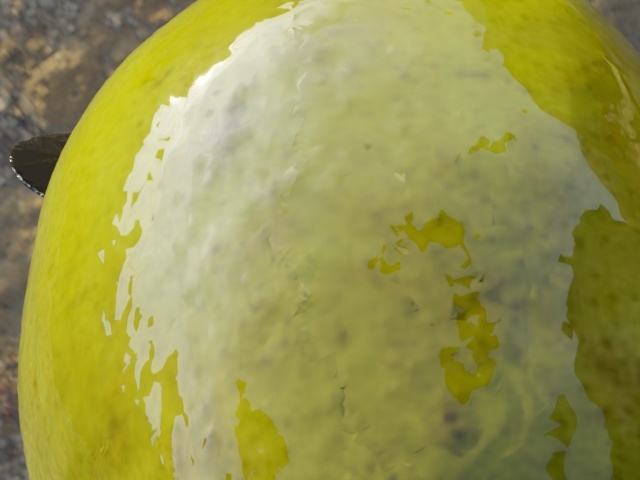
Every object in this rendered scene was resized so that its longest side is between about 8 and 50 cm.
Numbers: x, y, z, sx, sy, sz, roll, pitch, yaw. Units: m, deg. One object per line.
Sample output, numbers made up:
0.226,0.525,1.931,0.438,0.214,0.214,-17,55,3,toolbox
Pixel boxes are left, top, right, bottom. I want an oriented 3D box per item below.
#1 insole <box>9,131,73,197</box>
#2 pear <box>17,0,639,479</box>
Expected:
0.000,0.000,0.862,0.348,0.009,0.119,15,29,1,insole
0.027,0.041,0.517,0.253,0.253,0.307,-26,38,1,pear
